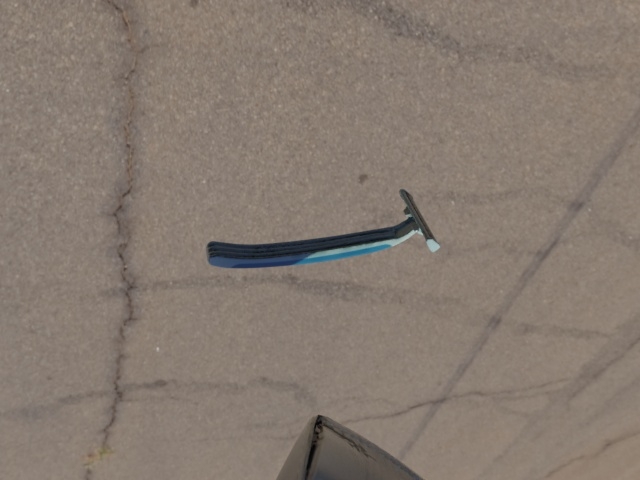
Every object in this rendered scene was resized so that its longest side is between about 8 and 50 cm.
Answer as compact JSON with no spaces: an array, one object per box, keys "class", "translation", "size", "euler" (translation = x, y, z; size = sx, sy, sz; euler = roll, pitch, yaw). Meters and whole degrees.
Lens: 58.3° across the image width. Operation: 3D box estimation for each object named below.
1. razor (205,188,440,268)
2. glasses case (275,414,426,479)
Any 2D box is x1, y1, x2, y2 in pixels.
[{"class":"razor","translation":[0.000,0.003,0.487],"size":[0.191,0.068,0.037],"euler":[-11,136,-12]},{"class":"glasses case","translation":[-0.016,0.268,0.325],"size":[0.128,0.308,0.083],"euler":[25,169,-4]}]
